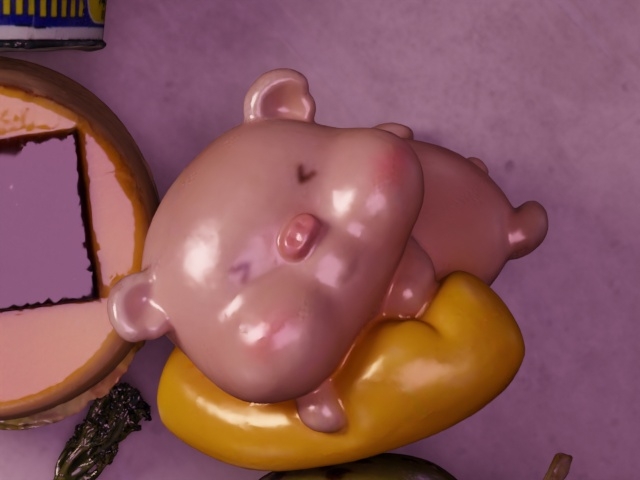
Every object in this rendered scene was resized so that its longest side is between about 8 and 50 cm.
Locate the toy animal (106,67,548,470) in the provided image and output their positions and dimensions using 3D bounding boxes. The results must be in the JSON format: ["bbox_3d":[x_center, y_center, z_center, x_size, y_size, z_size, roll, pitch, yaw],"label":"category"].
[{"bbox_3d":[0.017,0.001,1.322,0.345,0.277,0.247,-46,126,-27],"label":"toy animal"}]

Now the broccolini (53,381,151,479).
[{"bbox_3d":[-0.221,0.214,1.457,0.054,0.051,0.239,37,92,-9],"label":"broccolini"}]

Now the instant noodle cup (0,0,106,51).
[{"bbox_3d":[-0.267,-0.300,1.370,0.284,0.284,0.312,-1,96,-6],"label":"instant noodle cup"}]

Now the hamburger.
[{"bbox_3d":[-0.263,0.004,1.385,0.300,0.176,0.300,0,94,-5],"label":"hamburger"}]

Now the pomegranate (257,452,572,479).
[{"bbox_3d":[0.058,0.290,1.329,0.290,0.323,0.291,20,60,-40],"label":"pomegranate"}]
